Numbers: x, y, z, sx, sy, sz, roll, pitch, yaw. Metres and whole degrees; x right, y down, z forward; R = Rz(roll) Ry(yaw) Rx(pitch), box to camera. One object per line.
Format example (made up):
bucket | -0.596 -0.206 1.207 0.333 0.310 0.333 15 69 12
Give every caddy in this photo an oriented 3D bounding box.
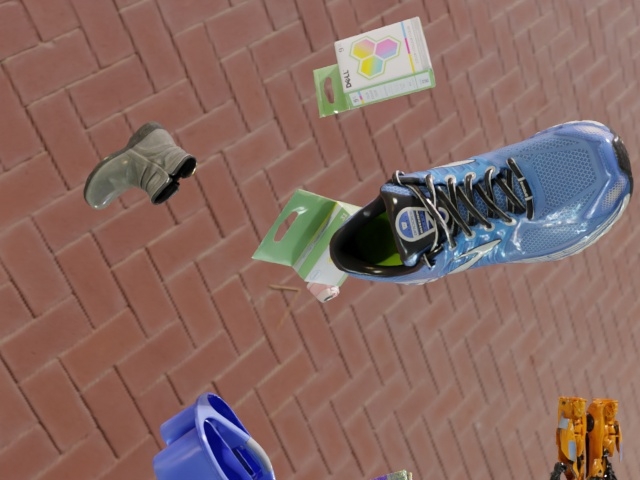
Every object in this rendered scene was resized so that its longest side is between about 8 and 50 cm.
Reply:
caddy | -0.195 0.480 1.649 0.179 0.241 0.341 -28 111 8

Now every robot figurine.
robot figurine | 0.635 0.521 1.865 0.211 0.085 0.291 7 79 -24

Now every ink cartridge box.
ink cartridge box | 0.000 0.000 1.536 0.235 0.056 0.171 12 118 -52
ink cartridge box | 0.084 -0.297 1.359 0.062 0.209 0.109 54 25 -63

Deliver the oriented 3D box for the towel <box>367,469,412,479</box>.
towel | 0.043 0.237 0.691 0.009 0.083 0.060 44 36 -37

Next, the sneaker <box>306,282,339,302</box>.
sneaker | 0.034 0.092 1.871 0.134 0.070 0.051 -46 155 15

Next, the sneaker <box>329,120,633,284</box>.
sneaker | 0.143 -0.019 0.777 0.147 0.330 0.129 -9 78 -50

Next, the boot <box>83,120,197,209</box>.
boot | -0.385 -0.127 1.663 0.246 0.161 0.083 -45 148 5
